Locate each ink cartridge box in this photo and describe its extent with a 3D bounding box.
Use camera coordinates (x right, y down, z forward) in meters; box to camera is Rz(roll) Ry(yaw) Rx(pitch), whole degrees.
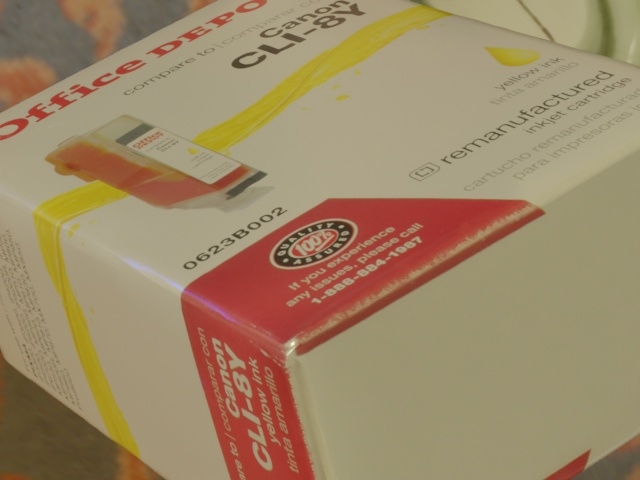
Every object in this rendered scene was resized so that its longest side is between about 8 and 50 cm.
[{"bbox_3d":[0.000,0.000,1.084,0.279,0.160,0.385,-30,31,-25],"label":"ink cartridge box"}]

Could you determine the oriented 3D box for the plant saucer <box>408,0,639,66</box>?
[{"bbox_3d":[0.151,-0.232,1.653,0.100,0.400,0.400,-46,62,45],"label":"plant saucer"}]
